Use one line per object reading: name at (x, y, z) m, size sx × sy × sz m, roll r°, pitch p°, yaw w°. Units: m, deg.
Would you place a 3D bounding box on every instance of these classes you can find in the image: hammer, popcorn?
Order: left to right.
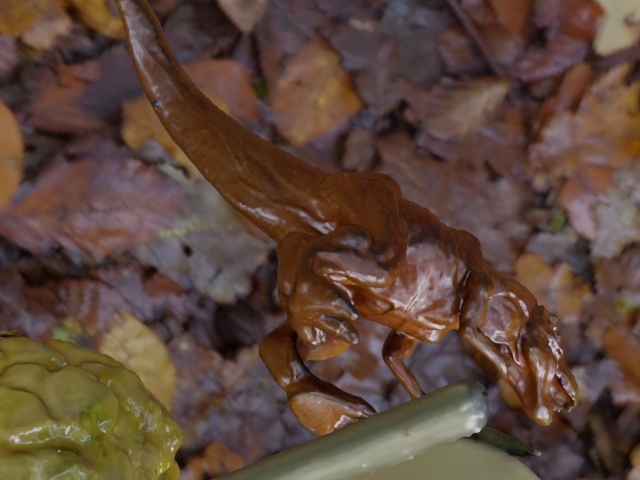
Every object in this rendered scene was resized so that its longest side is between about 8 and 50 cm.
popcorn at (-0.181, 0.180, 0.962) m, size 0.250 × 0.190 × 0.250 m, roll 6°, pitch 81°, yaw -43°
hammer at (-0.041, 0.075, 0.421) m, size 0.195 × 0.060 × 0.028 m, roll -23°, pitch 94°, yaw 17°

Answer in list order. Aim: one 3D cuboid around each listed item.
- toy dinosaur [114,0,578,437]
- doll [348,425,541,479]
toy dinosaur at (0.000, 0.000, 0.910) m, size 0.432 × 0.208 × 0.097 m, roll 40°, pitch 124°, yaw -16°
doll at (0.112, 0.183, 0.721) m, size 0.271 × 0.208 × 0.144 m, roll 34°, pitch 94°, yaw -11°
